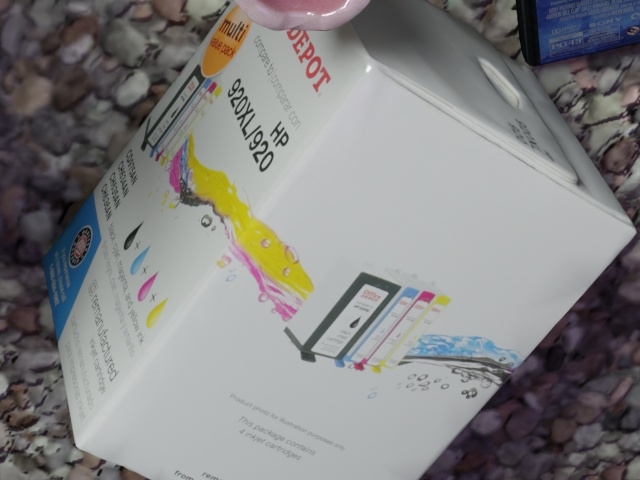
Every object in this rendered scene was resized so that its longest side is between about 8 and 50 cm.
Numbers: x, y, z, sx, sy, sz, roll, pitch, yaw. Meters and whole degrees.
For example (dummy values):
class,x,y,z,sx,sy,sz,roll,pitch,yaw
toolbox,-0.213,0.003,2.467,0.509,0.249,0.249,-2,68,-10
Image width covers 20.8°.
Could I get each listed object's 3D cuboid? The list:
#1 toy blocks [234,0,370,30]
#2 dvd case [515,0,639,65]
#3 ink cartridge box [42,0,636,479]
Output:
class,x,y,z,sx,sy,sz,roll,pitch,yaw
toy blocks,-0.164,-0.116,0.622,0.289,0.260,0.309,-30,128,18
dvd case,0.174,-0.178,0.811,0.180,0.022,0.253,-12,150,3
ink cartridge box,0.000,0.000,0.864,0.168,0.171,0.232,28,111,-28
